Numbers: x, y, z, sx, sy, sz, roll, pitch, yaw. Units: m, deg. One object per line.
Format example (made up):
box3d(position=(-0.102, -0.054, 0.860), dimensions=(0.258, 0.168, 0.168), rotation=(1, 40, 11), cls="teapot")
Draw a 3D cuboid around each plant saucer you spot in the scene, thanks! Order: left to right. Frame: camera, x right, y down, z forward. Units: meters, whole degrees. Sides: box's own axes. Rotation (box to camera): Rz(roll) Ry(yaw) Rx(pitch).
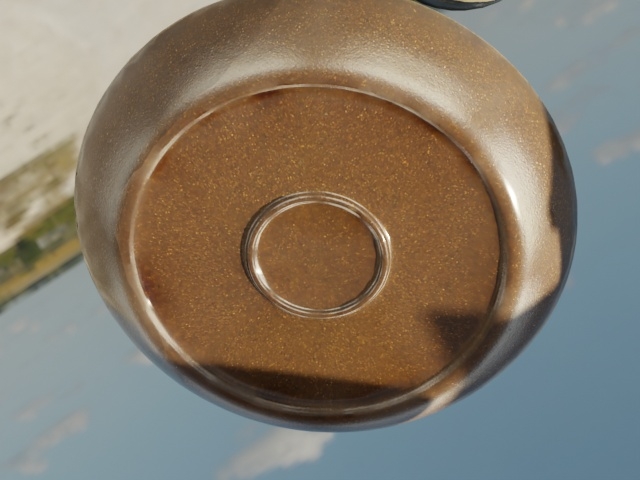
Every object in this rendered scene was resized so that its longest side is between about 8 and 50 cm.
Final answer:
box3d(position=(0.000, 0.000, 0.920), dimensions=(0.311, 0.310, 0.050), rotation=(-31, -158, 19), cls="plant saucer")

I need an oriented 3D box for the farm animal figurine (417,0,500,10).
box3d(position=(0.187, -0.147, 0.414), dimensions=(0.327, 0.172, 0.330), rotation=(-36, -160, -32), cls="farm animal figurine")
